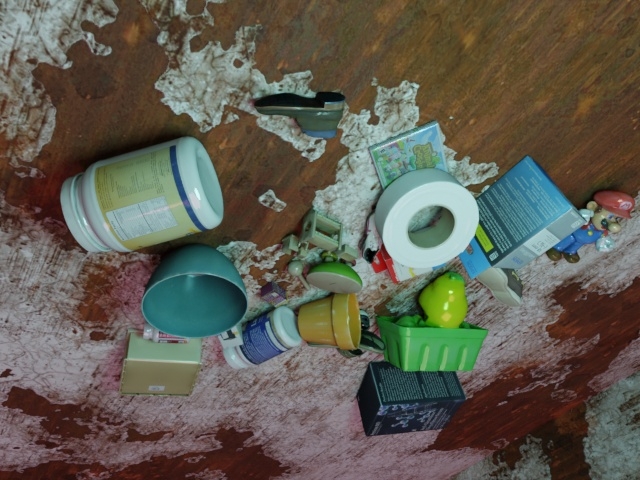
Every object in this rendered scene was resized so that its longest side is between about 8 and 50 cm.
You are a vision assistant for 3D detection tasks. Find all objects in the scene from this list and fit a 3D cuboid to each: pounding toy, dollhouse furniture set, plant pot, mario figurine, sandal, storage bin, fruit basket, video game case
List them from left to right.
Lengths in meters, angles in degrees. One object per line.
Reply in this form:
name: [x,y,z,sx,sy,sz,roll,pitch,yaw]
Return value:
storage bin: [-0.580,0.456,1.699,0.262,0.123,0.260,9,131,-21]
plant pot: [-0.363,0.122,1.373,0.290,0.195,0.290,-6,135,-7]
dollhouse furniture set: [0.000,0.000,1.439,0.181,0.101,0.161,25,148,-33]
plant pot: [0.029,0.281,1.637,0.187,0.205,0.205,-6,137,15]
pounding toy: [0.030,0.090,1.522,0.236,0.110,0.183,1,154,28]
sandal: [0.097,0.394,1.763,0.302,0.120,0.086,1,106,15]
video game case: [0.255,-0.213,1.315,0.193,0.023,0.212,-21,134,7]
fruit basket: [0.420,0.289,1.732,0.391,0.283,0.392,0,91,-18]
mario figurine: [0.900,-0.026,1.540,0.198,0.170,0.321,-28,155,-37]

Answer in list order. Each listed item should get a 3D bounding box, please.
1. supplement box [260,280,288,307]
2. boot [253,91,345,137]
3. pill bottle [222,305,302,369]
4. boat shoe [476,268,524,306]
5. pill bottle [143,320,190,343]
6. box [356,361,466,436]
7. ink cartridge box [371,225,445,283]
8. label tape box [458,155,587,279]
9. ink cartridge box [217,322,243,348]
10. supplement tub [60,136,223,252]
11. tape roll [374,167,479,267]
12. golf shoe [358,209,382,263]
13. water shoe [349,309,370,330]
supplement box: [-0.157,0.184,1.588,0.055,0.043,0.083,-31,133,17]
boot: [-0.049,-0.293,1.126,0.219,0.082,0.106,-5,132,-11]
pill bottle: [-0.208,0.352,1.659,0.264,0.153,0.153,-30,133,19]
boat shoe: [0.649,0.127,1.688,0.116,0.097,0.324,2,149,47]
pill bottle: [-0.521,0.306,1.591,0.152,0.086,0.086,6,132,-19]
box: [0.396,0.705,2.107,0.395,0.212,0.294,0,134,-12]
ink cartridge box: [0.282,0.057,1.545,0.231,0.078,0.134,-21,134,7]
label tape box: [0.562,-0.050,1.395,0.105,0.241,0.333,26,124,-34]
ink cartridge box: [-0.317,0.259,1.565,0.072,0.127,0.175,-13,136,-4]
supplement tub: [-0.416,-0.102,1.120,0.316,0.228,0.228,-15,135,2]
tape roll: [0.305,-0.060,1.350,0.286,0.100,0.286,-5,121,-8]
golf shoe: [0.173,-0.011,1.450,0.067,0.086,0.186,1,132,-13]
water shoe: [0.084,0.311,1.742,0.203,0.080,0.073,-9,135,-4]
